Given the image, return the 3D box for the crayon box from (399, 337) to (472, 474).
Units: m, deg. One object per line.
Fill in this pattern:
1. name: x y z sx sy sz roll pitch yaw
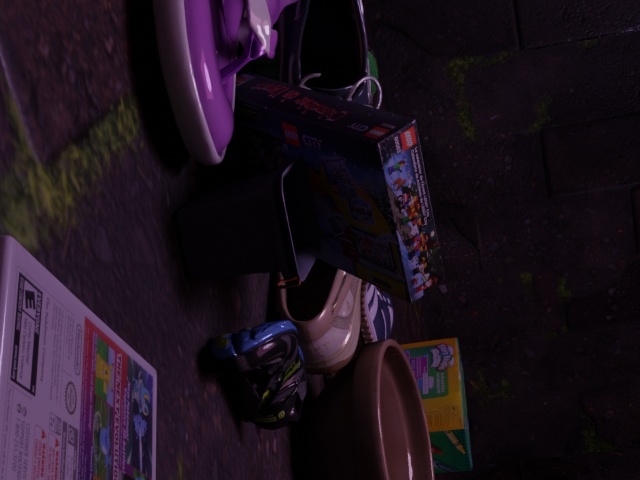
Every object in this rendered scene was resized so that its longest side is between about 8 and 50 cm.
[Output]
1. crayon box: 0.151 0.265 1.527 0.278 0.165 0.081 -77 156 -66

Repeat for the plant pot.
1. plant pot: 0.049 0.236 1.070 0.237 0.110 0.237 -11 90 -73

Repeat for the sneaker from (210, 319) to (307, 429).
1. sneaker: -0.042 0.117 0.804 0.188 0.067 0.078 66 11 -67

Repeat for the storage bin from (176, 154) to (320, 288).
1. storage bin: -0.056 -0.008 0.768 0.135 0.091 0.098 -60 140 -74

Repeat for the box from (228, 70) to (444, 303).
1. box: 0.003 -0.054 0.856 0.233 0.044 0.159 25 -41 45

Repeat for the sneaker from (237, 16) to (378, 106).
1. sneaker: -0.019 -0.164 1.110 0.343 0.134 0.146 -5 93 -72

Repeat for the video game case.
1. video game case: -0.122 0.126 0.455 0.183 0.023 0.201 65 18 -60

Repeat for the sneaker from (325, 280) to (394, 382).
1. sneaker: 0.041 0.049 1.269 0.153 0.099 0.282 -50 138 -71

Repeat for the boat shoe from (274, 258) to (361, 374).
1. boat shoe: 0.000 0.000 1.067 0.098 0.109 0.302 73 18 -47

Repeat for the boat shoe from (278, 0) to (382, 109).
1. boat shoe: 0.010 -0.150 0.914 0.079 0.095 0.254 -145 -126 -71

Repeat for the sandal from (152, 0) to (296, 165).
1. sandal: -0.073 -0.232 0.832 0.416 0.102 0.169 -92 168 -47
